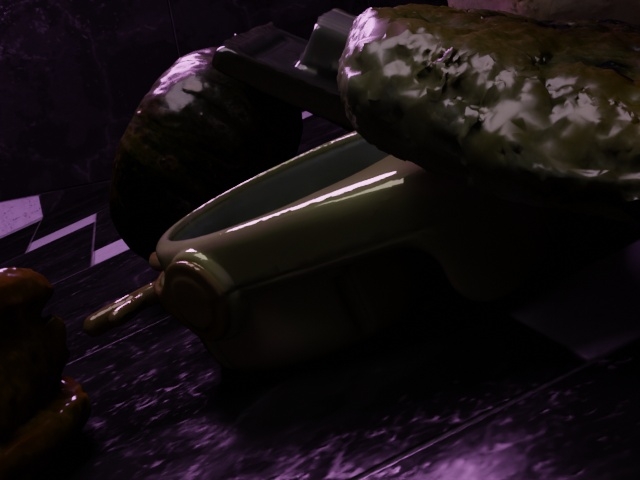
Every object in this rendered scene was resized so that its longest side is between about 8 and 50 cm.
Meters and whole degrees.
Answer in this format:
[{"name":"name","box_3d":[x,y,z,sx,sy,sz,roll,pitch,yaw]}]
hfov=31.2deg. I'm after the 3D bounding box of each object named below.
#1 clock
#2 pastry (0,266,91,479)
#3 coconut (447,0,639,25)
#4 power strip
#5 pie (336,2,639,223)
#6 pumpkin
[{"name":"clock","box_3d":[0.000,0.000,0.740,0.308,0.096,0.235,-19,14,23]},{"name":"pastry","box_3d":[-0.261,0.118,0.697,0.240,0.132,0.235,-25,0,-41]},{"name":"coconut","box_3d":[0.229,-0.195,0.874,0.230,0.227,0.227,-26,11,-12]},{"name":"power strip","box_3d":[0.055,-0.146,0.993,0.251,0.257,0.092,-68,0,-67]},{"name":"pie","box_3d":[0.166,-0.072,0.557,0.323,0.070,0.323,3,19,-1]},{"name":"pumpkin","box_3d":[-0.101,-0.071,1.060,0.223,0.157,0.223,-58,0,0]}]
